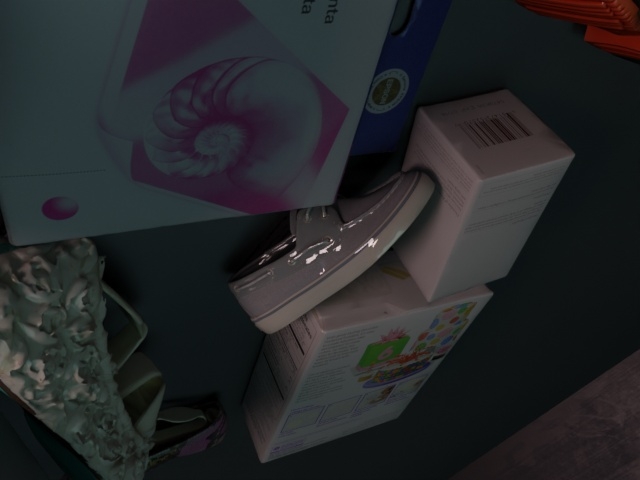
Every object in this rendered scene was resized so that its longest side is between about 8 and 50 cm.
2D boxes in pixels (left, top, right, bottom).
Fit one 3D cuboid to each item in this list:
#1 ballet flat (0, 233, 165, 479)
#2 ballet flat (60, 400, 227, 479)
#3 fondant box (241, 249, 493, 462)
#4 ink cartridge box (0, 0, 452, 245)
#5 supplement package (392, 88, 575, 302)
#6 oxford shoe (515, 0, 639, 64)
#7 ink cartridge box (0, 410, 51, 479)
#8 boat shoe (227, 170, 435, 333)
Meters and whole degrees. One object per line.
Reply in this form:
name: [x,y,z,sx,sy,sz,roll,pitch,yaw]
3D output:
ballet flat: [-0.209,0.137,0.517,0.146,0.147,0.409,-16,144,-18]
ballet flat: [-0.225,0.257,0.716,0.221,0.077,0.079,-14,125,-29]
fondant box: [0.044,0.156,0.745,0.238,0.096,0.330,-8,142,-28]
ink cartridge box: [-0.030,-0.145,0.328,0.329,0.071,0.324,-10,141,-24]
supplement package: [0.145,-0.040,0.553,0.105,0.105,0.179,-16,143,-20]
oxford shoe: [0.225,-0.210,0.424,0.271,0.097,0.099,2,116,-43]
ink cartridge box: [-0.384,0.223,0.415,0.289,0.121,0.211,-27,105,-2]
boat shoe: [0.000,0.000,0.521,0.227,0.079,0.081,-40,102,22]
